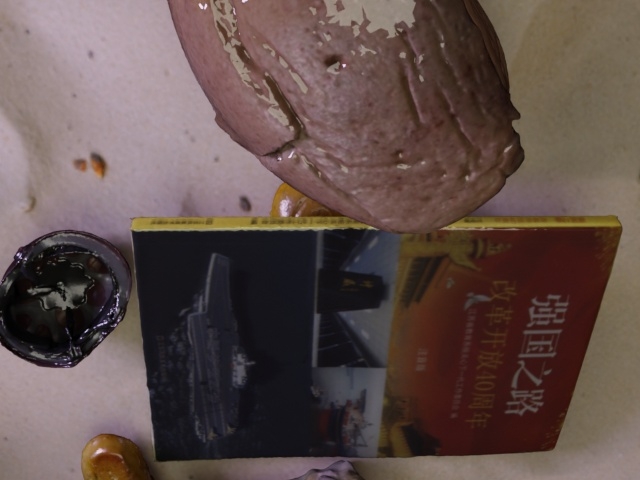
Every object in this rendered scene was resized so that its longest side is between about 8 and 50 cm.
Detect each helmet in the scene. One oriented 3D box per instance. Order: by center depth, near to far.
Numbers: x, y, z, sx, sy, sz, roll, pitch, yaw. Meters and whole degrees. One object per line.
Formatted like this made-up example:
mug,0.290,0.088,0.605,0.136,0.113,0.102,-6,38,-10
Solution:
helmet,-0.208,0.039,0.735,0.098,0.070,0.123,35,96,-21

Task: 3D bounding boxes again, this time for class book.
book,0.038,0.088,0.755,0.374,0.028,0.262,0,126,-4

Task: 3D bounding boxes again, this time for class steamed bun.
steamed bun,-0.004,-0.146,0.608,0.199,0.251,0.301,-28,106,17

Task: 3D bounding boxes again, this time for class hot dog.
hot dog,-0.160,0.265,0.831,0.066,0.047,0.215,-16,111,16

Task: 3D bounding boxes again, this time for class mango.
mango,0.000,0.000,0.748,0.079,0.057,0.114,-28,101,9

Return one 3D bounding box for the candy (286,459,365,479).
candy,-0.024,0.308,0.791,0.185,0.137,0.195,-14,110,-18
